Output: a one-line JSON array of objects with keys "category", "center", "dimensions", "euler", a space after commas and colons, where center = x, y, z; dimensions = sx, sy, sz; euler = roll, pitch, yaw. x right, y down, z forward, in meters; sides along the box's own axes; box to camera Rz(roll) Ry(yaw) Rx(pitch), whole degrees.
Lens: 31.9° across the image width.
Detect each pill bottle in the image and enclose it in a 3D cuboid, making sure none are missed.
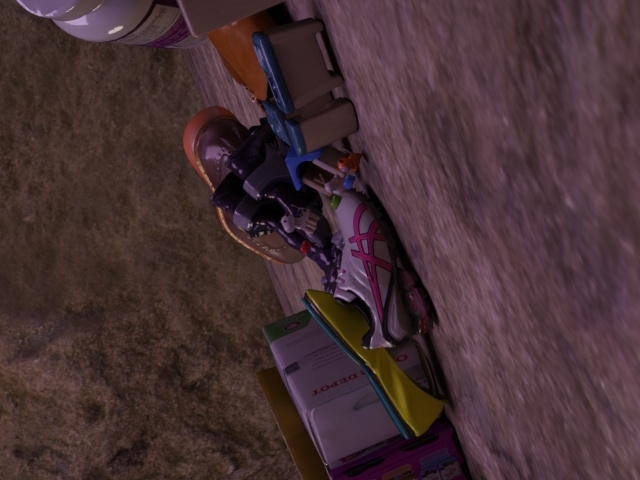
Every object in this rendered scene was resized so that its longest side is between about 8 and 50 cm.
[{"category": "pill bottle", "center": [-0.243, -0.327, 1.380], "dimensions": [0.301, 0.169, 0.169], "euler": [-12, -103, -65]}]

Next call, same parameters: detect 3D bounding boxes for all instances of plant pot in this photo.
[{"category": "plant pot", "center": [0.049, 0.268, 1.539], "dimensions": [0.212, 0.187, 0.212], "euler": [-128, 15, -69]}]

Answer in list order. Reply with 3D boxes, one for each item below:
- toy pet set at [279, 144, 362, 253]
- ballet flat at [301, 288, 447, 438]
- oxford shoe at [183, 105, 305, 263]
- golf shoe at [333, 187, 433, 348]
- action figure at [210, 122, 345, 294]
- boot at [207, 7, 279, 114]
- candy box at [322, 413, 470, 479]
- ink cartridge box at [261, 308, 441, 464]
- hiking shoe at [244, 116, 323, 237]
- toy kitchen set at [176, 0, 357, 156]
[{"category": "toy pet set", "center": [-0.009, -0.069, 1.198], "dimensions": [0.122, 0.065, 0.114], "euler": [-56, 11, 40]}, {"category": "ballet flat", "center": [0.068, 0.122, 1.242], "dimensions": [0.231, 0.077, 0.077], "euler": [54, 178, -24]}, {"category": "oxford shoe", "center": [-0.097, -0.057, 1.820], "dimensions": [0.132, 0.130, 0.364], "euler": [40, 171, 42]}, {"category": "golf shoe", "center": [0.046, 0.027, 1.178], "dimensions": [0.067, 0.086, 0.186], "euler": [78, 169, -62]}, {"category": "action figure", "center": [0.000, 0.000, 1.328], "dimensions": [0.285, 0.099, 0.185], "euler": [45, 154, 9]}, {"category": "boot", "center": [-0.093, -0.274, 1.264], "dimensions": [0.211, 0.104, 0.295], "euler": [55, 173, 37]}, {"category": "candy box", "center": [0.114, 0.338, 1.392], "dimensions": [0.071, 0.159, 0.233], "euler": [-124, 13, -66]}, {"category": "ink cartridge box", "center": [0.035, 0.162, 1.404], "dimensions": [0.219, 0.160, 0.093], "euler": [-124, 14, -61]}, {"category": "hiking shoe", "center": [-0.073, -0.090, 1.553], "dimensions": [0.304, 0.113, 0.132], "euler": [-121, 11, -77]}, {"category": "toy kitchen set", "center": [-0.064, -0.190, 1.149], "dimensions": [0.166, 0.122, 0.207], "euler": [-131, 19, -70]}]
